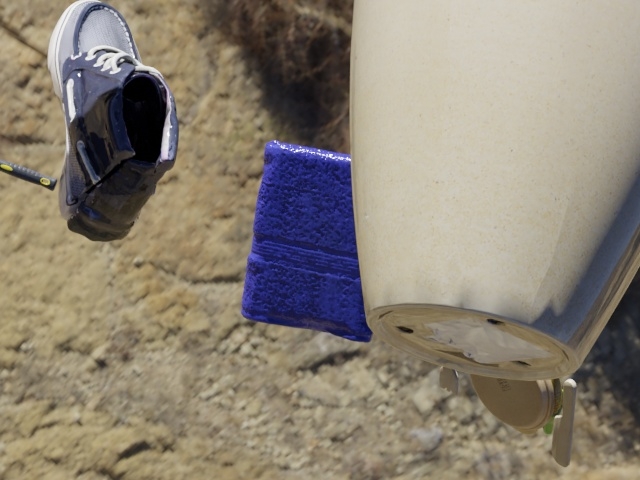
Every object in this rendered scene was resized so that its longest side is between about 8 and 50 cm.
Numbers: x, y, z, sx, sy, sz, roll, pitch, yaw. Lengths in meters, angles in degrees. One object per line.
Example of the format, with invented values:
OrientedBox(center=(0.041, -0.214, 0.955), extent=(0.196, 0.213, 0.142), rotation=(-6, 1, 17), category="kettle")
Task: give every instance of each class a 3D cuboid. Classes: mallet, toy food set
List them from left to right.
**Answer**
OrientedBox(center=(-0.454, -0.118, 1.710), extent=(0.189, 0.039, 0.062), rotation=(13, 92, -9), category="mallet")
OrientedBox(center=(0.216, 0.155, 1.382), extent=(0.038, 0.132, 0.192), rotation=(-26, 40, -34), category="toy food set")

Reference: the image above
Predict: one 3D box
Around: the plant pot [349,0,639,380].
OrientedBox(center=(0.121, -0.063, 0.766), extent=(0.256, 0.256, 0.274), rotation=(23, 68, -22), category="plant pot")

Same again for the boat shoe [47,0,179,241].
OrientedBox(center=(-0.228, -0.176, 1.432), extent=(0.127, 0.158, 0.341), rotation=(11, 54, -33), category="boat shoe")

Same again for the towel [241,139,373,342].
OrientedBox(center=(0.000, 0.000, 2.018), extent=(0.227, 0.308, 0.076), rotation=(11, 17, 8), category="towel")
